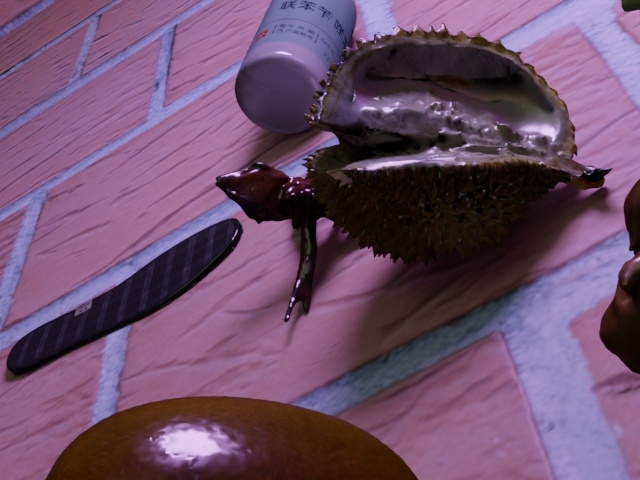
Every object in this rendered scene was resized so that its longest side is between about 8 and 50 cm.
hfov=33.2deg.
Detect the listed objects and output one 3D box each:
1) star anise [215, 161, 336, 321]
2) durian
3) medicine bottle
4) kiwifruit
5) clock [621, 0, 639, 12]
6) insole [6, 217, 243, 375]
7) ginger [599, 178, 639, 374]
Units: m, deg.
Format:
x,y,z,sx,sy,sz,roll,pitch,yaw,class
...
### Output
x,y,z,sx,sy,sz,roll,pitch,yaw,class
-0.009,0.000,0.993,0.158,0.144,0.141,-2,-2,37,star anise
0.105,-0.062,0.875,0.237,0.137,0.193,19,58,7,durian
-0.013,-0.271,1.336,0.110,0.110,0.351,-20,32,28,medicine bottle
-0.038,0.181,0.560,0.196,0.234,0.195,-48,33,48,kiwifruit
0.324,-0.173,0.677,0.220,0.255,0.106,-5,79,27,clock
-0.215,0.062,1.162,0.310,0.012,0.110,-27,30,16,insole
0.293,-0.004,0.555,0.274,0.152,0.357,-49,29,1,ginger
